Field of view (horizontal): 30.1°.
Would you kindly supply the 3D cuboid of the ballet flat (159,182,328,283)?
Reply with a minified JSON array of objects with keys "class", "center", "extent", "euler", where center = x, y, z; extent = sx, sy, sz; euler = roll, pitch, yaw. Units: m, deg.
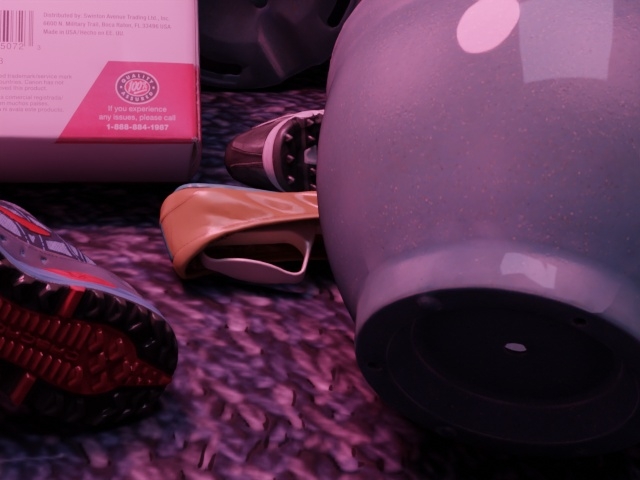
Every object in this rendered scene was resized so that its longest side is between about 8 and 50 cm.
[{"class":"ballet flat","center":[0.000,0.000,0.871],"extent":[0.232,0.080,0.073],"euler":[-2,57,-8]}]

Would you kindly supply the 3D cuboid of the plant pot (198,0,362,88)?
[{"class":"plant pot","center":[-0.092,-0.346,1.250],"extent":[0.341,0.341,0.334],"euler":[1,36,-7]}]

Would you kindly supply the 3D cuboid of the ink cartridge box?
[{"class":"ink cartridge box","center":[-0.202,-0.196,0.962],"extent":[0.207,0.283,0.117],"euler":[0,-14,-8]}]

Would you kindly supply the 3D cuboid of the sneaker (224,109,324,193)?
[{"class":"sneaker","center":[0.015,-0.076,0.984],"extent":[0.106,0.078,0.234],"euler":[3,9,43]}]

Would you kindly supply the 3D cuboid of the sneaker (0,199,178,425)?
[{"class":"sneaker","center":[-0.211,0.020,0.685],"extent":[0.262,0.104,0.125],"euler":[36,1,-32]}]

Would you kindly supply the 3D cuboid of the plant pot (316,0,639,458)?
[{"class":"plant pot","center":[0.125,0.002,0.689],"extent":[0.293,0.293,0.196],"euler":[10,55,10]}]
